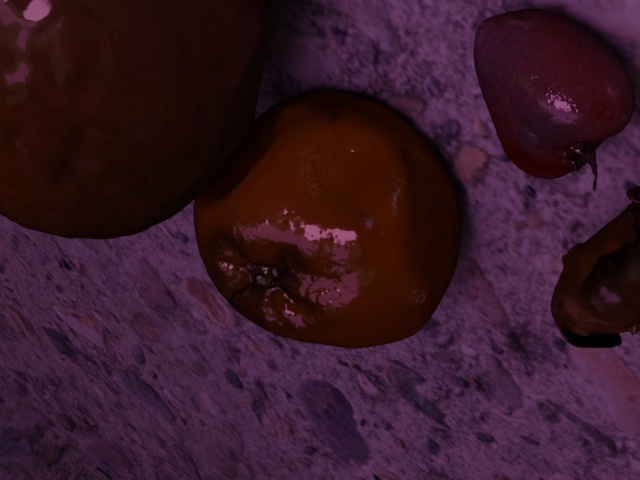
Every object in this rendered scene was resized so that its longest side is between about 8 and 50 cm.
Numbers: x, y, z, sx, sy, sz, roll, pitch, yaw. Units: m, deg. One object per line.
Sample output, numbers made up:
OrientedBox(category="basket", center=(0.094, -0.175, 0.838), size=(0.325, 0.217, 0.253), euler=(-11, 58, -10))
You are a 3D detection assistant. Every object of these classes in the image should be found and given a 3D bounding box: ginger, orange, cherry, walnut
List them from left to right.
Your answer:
OrientedBox(category="walnut", center=(-0.212, -0.184, 0.876), size=(0.354, 0.307, 0.398), euler=(52, 158, 31))
OrientedBox(category="orange", center=(0.000, 0.000, 0.980), size=(0.249, 0.183, 0.249), euler=(30, 145, 24))
OrientedBox(category="cherry", center=(0.164, -0.102, 0.768), size=(0.106, 0.087, 0.126), euler=(-6, 105, 53))
OrientedBox(category="ginger", center=(0.297, 0.026, 0.753), size=(0.309, 0.107, 0.133), euler=(2, 116, 43))
